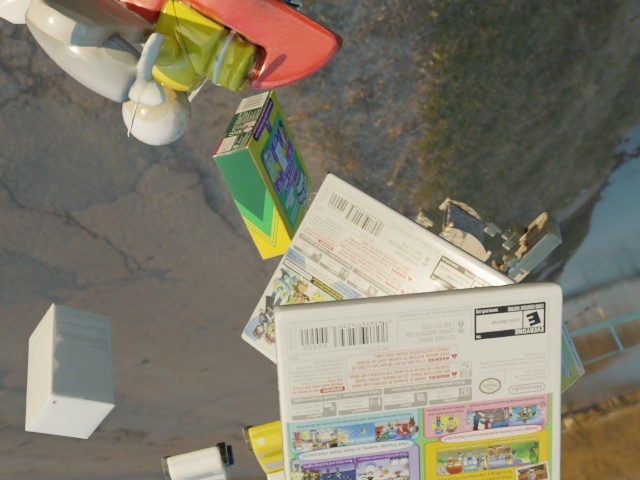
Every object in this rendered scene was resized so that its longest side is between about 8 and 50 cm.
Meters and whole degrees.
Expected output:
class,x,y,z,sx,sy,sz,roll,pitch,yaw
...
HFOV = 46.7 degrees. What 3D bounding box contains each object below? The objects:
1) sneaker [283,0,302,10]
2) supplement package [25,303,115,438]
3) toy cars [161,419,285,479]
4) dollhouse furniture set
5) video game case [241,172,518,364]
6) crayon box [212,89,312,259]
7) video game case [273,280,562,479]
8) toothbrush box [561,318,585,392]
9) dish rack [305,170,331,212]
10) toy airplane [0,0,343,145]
class,x,y,z,sx,sy,sz,roll,pitch,yaw
sneaker,-0.098,-0.418,1.293,0.071,0.190,0.083,-5,136,-25
supplement package,-0.404,0.210,1.197,0.105,0.179,0.105,21,126,-34
toy cars,-0.118,0.339,1.117,0.177,0.087,0.394,3,155,-44
dollhouse furniture set,0.448,-0.074,1.989,0.174,0.356,0.303,-50,-169,29
video game case,0.074,0.106,1.097,0.299,0.329,0.036,-61,156,10
crayon box,-0.141,-0.182,1.971,0.106,0.363,0.313,-13,120,16
video game case,0.077,0.133,0.555,0.213,0.193,0.023,-5,-168,-7
toothbrush box,0.311,0.226,1.274,0.206,0.122,0.283,-26,169,26
dish rack,0.000,0.000,1.531,0.074,0.208,0.271,0,144,6
toy airplane,-0.219,-0.254,0.911,0.386,0.384,0.272,-7,113,-41
